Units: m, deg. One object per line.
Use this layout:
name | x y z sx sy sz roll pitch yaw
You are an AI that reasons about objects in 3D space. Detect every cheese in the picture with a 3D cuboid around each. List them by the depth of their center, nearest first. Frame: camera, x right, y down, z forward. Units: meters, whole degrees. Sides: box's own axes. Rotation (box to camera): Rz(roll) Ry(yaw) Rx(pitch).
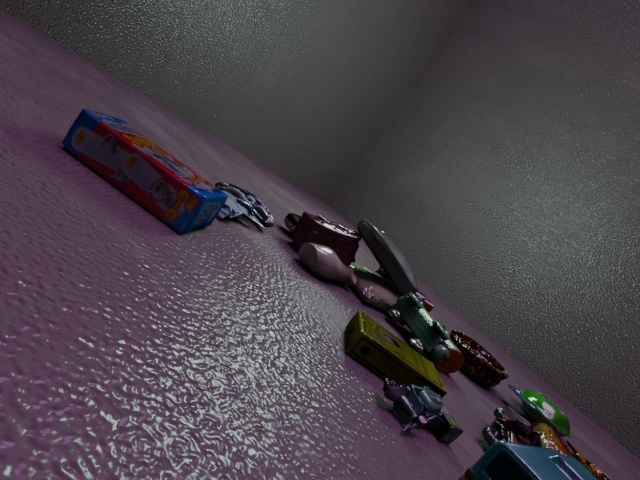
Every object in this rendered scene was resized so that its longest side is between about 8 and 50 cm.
cheese | 0.736 0.568 1.446 0.320 0.083 0.204 34 11 -31

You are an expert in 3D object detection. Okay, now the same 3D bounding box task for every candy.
candy | -0.364 -0.145 0.918 0.306 0.100 0.157 35 9 1

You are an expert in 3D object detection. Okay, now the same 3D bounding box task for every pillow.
pillow | 0.188 0.160 1.510 0.274 0.076 0.281 27 12 -37

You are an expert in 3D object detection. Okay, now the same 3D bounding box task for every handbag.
handbag | 0.022 -0.006 1.435 0.225 0.135 0.146 21 11 -11

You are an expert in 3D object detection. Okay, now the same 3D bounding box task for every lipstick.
lipstick | 0.369 0.218 1.892 0.299 0.081 0.081 36 9 2

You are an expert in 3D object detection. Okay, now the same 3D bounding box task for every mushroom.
mushroom | 0.034 0.076 1.310 0.225 0.093 0.116 24 -7 -35

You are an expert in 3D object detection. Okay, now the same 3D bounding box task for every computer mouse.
computer mouse | 0.241 0.057 1.482 0.331 0.095 0.197 55 -3 -26

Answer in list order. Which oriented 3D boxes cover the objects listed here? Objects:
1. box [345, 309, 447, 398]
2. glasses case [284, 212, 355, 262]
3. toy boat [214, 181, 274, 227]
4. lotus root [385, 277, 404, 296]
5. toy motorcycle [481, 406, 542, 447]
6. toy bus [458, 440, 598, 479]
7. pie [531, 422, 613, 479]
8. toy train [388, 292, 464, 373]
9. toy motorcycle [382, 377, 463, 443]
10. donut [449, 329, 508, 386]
box | 0.156 0.255 0.931 0.220 0.064 0.141 34 9 -2
glasses case | 0.000 0.000 1.606 0.321 0.082 0.122 34 10 -24
toy boat | -0.227 -0.089 1.279 0.210 0.070 0.292 28 15 -20
lotus root | 0.323 0.195 1.740 0.120 0.120 0.209 34 7 -15
toy motorcycle | 0.430 0.439 0.954 0.118 0.084 0.212 42 18 27
toy bus | 0.306 0.374 0.607 0.256 0.147 0.128 28 14 -40
pie | 0.621 0.562 1.027 0.308 0.085 0.308 36 8 -6
toy train | 0.323 0.280 1.304 0.177 0.116 0.285 44 6 -29
toy motorcycle | 0.180 0.305 0.776 0.173 0.058 0.100 32 15 -35
donut | 0.528 0.408 1.467 0.235 0.089 0.235 35 8 -6
